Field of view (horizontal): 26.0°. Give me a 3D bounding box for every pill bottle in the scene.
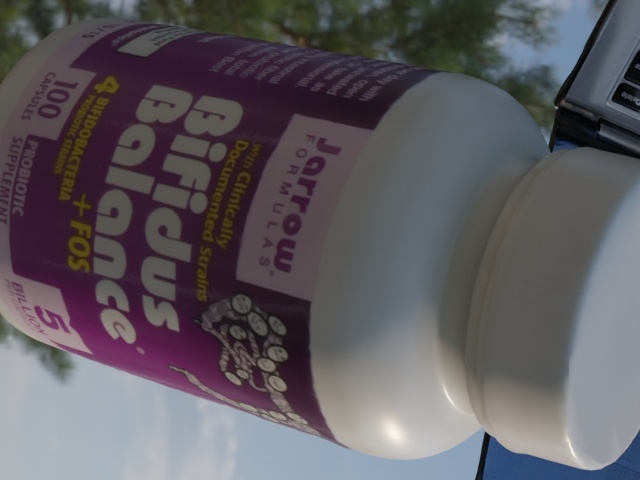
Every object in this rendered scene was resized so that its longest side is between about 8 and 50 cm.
[{"bbox_3d":[0.000,0.000,0.621,0.302,0.169,0.169,14,-84,32],"label":"pill bottle"}]

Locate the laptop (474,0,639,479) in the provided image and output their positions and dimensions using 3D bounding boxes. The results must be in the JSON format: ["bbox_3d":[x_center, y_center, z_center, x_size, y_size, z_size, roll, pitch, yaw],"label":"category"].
[{"bbox_3d":[0.326,-0.005,0.707,0.236,0.382,0.408,-86,-160,-64],"label":"laptop"}]
